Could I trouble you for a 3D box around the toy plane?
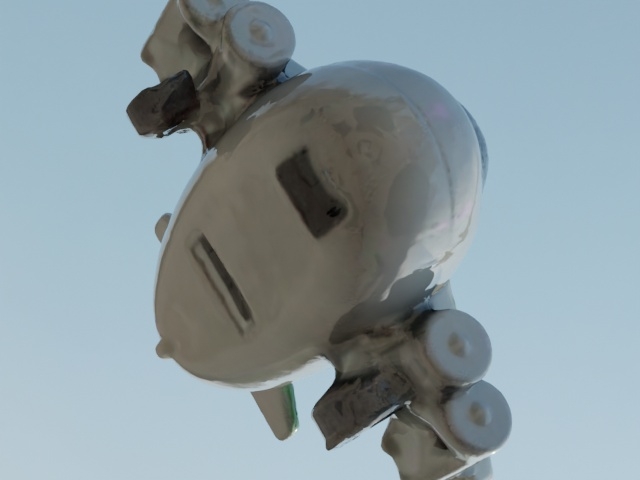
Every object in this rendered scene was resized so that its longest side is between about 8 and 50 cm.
[{"bbox_3d":[-0.002,0.001,0.435,0.174,0.080,0.174,40,-35,37],"label":"toy plane"}]
